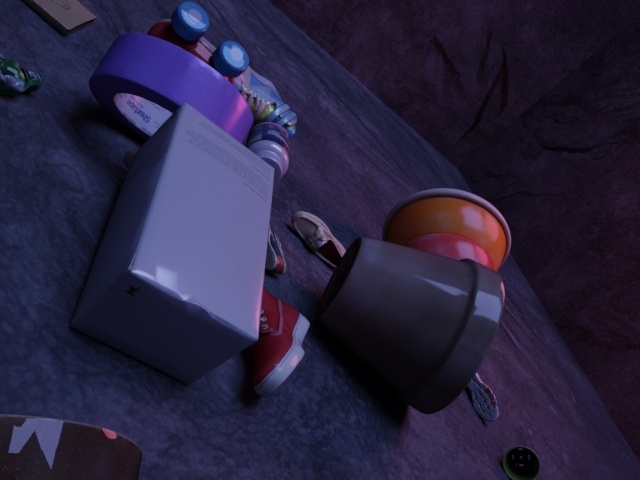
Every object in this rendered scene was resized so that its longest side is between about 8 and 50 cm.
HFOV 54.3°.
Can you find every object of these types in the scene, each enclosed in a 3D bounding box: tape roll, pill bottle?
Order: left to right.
[{"bbox_3d":[-0.260,-0.237,1.101,0.275,0.090,0.275,23,-15,7],"label":"tape roll"},{"bbox_3d":[-0.128,-0.199,1.482,0.108,0.108,0.180,39,24,-23],"label":"pill bottle"}]

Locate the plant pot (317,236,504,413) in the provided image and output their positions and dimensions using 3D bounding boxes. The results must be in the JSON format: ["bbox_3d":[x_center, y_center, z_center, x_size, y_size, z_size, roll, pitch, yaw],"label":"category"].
[{"bbox_3d":[0.156,0.140,1.251,0.280,0.323,0.323,27,25,-6],"label":"plant pot"}]

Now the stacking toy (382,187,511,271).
[{"bbox_3d":[0.300,0.128,1.592,0.351,0.351,0.479,40,41,-20],"label":"stacking toy"}]

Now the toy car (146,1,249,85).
[{"bbox_3d":[-0.309,-0.324,1.301,0.210,0.219,0.238,41,52,-20],"label":"toy car"}]

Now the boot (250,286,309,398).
[{"bbox_3d":[-0.110,0.134,0.994,0.176,0.088,0.244,44,14,-9],"label":"boot"}]

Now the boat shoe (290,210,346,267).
[{"bbox_3d":[0.000,0.000,1.449,0.170,0.063,0.059,41,17,-20],"label":"boat shoe"}]

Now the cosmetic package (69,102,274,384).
[{"bbox_3d":[-0.192,-0.008,0.905,0.197,0.155,0.365,37,35,-28],"label":"cosmetic package"}]

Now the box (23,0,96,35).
[{"bbox_3d":[-0.573,-0.512,1.280,0.201,0.021,0.164,40,23,-18],"label":"box"}]

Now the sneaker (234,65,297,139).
[{"bbox_3d":[-0.168,-0.350,1.635,0.208,0.127,0.319,54,23,16],"label":"sneaker"}]

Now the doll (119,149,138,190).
[{"bbox_3d":[-0.279,-0.074,1.066,0.189,0.046,0.129,54,30,10],"label":"doll"}]

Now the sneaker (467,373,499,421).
[{"bbox_3d":[0.413,0.389,1.589,0.065,0.061,0.157,34,26,-47],"label":"sneaker"}]

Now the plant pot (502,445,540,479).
[{"bbox_3d":[0.473,0.519,1.472,0.083,0.083,0.079,55,9,16],"label":"plant pot"}]

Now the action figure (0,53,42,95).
[{"bbox_3d":[-0.521,-0.273,0.932,0.137,0.063,0.232,55,19,24],"label":"action figure"}]

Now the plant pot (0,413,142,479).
[{"bbox_3d":[-0.236,0.262,0.418,0.215,0.215,0.230,28,44,-42],"label":"plant pot"}]

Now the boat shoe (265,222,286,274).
[{"bbox_3d":[-0.102,0.010,1.260,0.043,0.049,0.137,29,31,-47],"label":"boat shoe"}]
